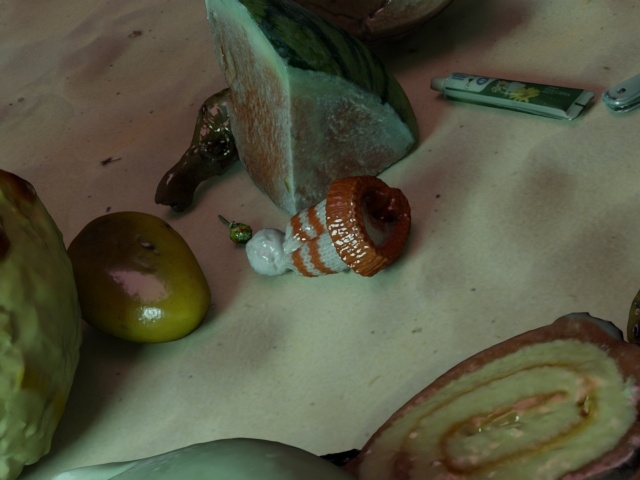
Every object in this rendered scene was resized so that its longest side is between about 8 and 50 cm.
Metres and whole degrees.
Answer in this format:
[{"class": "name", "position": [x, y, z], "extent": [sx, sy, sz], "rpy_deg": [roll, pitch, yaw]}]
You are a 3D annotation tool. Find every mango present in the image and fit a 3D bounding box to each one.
[{"class": "mango", "position": [-0.185, 0.038, 1.295], "extent": [0.137, 0.098, 0.195], "rpy_deg": [-39, 41, -27]}]

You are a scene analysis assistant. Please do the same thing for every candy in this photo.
[{"class": "candy", "position": [-0.096, -0.016, 1.385], "extent": [0.025, 0.023, 0.083], "rpy_deg": [-39, 26, -7]}]

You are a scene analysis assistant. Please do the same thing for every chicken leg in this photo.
[{"class": "chicken leg", "position": [-0.126, -0.109, 1.483], "extent": [0.198, 0.085, 0.069], "rpy_deg": [-50, 28, -21]}]

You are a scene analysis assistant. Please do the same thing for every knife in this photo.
[{"class": "knife", "position": [0.368, -0.172, 1.303], "extent": [0.162, 0.023, 0.044], "rpy_deg": [-26, 38, -3]}]

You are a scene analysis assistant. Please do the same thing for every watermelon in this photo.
[{"class": "watermelon", "position": [-0.037, -0.154, 1.397], "extent": [0.201, 0.261, 0.213], "rpy_deg": [-54, 39, 7]}]

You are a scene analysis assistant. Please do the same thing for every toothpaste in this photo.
[{"class": "toothpaste", "position": [0.201, -0.160, 1.384], "extent": [0.204, 0.031, 0.049], "rpy_deg": [15, 52, 41]}]

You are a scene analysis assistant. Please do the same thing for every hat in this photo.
[{"class": "hat", "position": [0.000, 0.000, 1.261], "extent": [0.162, 0.093, 0.112], "rpy_deg": [-25, 19, 33]}]

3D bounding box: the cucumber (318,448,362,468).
[{"class": "cucumber", "position": [-0.057, 0.213, 1.006], "extent": [0.211, 0.062, 0.078], "rpy_deg": [-22, 33, 4]}]

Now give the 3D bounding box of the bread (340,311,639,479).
[{"class": "bread", "position": [0.134, 0.161, 0.906], "extent": [0.244, 0.123, 0.190], "rpy_deg": [-23, 32, 1]}]

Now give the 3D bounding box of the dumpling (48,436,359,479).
[{"class": "dumpling", "position": [-0.085, 0.242, 0.796], "extent": [0.270, 0.212, 0.320], "rpy_deg": [-58, 16, -3]}]

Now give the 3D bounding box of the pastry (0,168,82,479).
[{"class": "pastry", "position": [-0.410, 0.075, 1.166], "extent": [0.388, 0.312, 0.388], "rpy_deg": [-21, 41, 20]}]

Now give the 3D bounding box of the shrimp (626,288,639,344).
[{"class": "shrimp", "position": [0.359, 0.012, 1.025], "extent": [0.262, 0.066, 0.117], "rpy_deg": [-43, 51, -3]}]

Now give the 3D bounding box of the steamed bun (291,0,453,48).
[{"class": "steamed bun", "position": [0.053, -0.337, 1.566], "extent": [0.301, 0.199, 0.251], "rpy_deg": [-2, 8, 5]}]
